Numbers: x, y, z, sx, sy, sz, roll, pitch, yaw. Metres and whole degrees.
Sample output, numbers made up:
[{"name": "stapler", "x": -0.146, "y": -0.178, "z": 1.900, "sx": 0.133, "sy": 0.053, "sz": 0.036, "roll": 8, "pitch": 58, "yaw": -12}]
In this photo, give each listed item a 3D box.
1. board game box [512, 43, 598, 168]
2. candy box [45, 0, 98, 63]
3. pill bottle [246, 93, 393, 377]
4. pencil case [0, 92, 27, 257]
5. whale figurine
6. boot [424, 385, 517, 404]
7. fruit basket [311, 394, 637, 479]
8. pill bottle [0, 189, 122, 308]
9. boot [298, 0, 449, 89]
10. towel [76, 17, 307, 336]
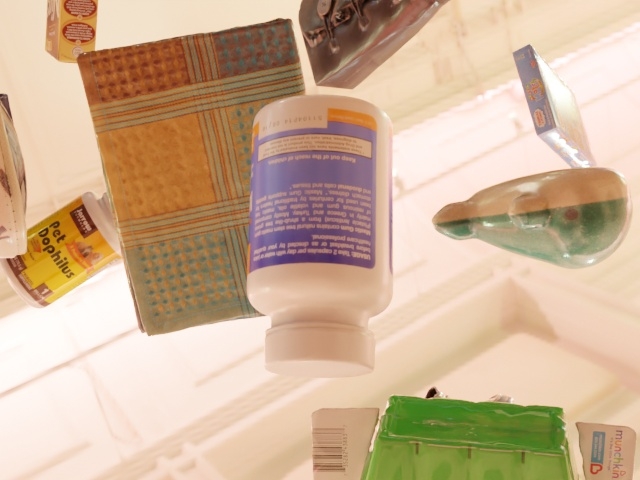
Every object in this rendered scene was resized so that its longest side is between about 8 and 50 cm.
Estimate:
[{"name": "board game box", "x": 0.391, "y": -0.211, "z": 1.703, "sx": 0.039, "sy": 0.211, "sz": 0.160, "roll": -23, "pitch": -117, "yaw": 25}, {"name": "candy box", "x": -0.328, "y": -0.334, "z": 1.362, "sx": 0.053, "sy": 0.186, "sz": 0.109, "roll": -2, "pitch": -163, "yaw": -24}, {"name": "pill bottle", "x": 0.000, "y": 0.000, "z": 1.064, "sx": 0.152, "sy": 0.272, "sz": 0.152, "roll": 2, "pitch": 164, "yaw": 0}, {"name": "pencil case", "x": -0.449, "y": -0.057, "z": 0.819, "sx": 0.410, "sy": 0.183, "sz": 0.160, "roll": -6, "pitch": -177, "yaw": -18}, {"name": "whale figurine", "x": 0.300, "y": -0.022, "z": 1.446, "sx": 0.272, "sy": 0.141, "sz": 0.216, "roll": -10, "pitch": -179, "yaw": 19}, {"name": "boot", "x": 0.237, "y": 0.295, "z": 1.764, "sx": 0.095, "sy": 0.123, "sz": 0.258, "roll": -42, "pitch": 171, "yaw": 39}, {"name": "fruit basket", "x": 0.156, "y": 0.338, "z": 1.095, "sx": 0.327, "sy": 0.353, "sz": 0.165, "roll": 2, "pitch": -156, "yaw": 11}, {"name": "pill bottle", "x": -0.374, "y": 0.004, "z": 1.577, "sx": 0.215, "sy": 0.117, "sz": 0.117, "roll": -33, "pitch": -153, "yaw": -1}, {"name": "boot", "x": 0.124, "y": -0.497, "z": 1.713, "sx": 0.146, "sy": 0.367, "sz": 0.445, "roll": 13, "pitch": 155, "yaw": -26}, {"name": "towel", "x": -0.131, "y": -0.071, "z": 1.271, "sx": 0.272, "sy": 0.370, "sz": 0.040, "roll": -9, "pitch": -161, "yaw": 5}]
